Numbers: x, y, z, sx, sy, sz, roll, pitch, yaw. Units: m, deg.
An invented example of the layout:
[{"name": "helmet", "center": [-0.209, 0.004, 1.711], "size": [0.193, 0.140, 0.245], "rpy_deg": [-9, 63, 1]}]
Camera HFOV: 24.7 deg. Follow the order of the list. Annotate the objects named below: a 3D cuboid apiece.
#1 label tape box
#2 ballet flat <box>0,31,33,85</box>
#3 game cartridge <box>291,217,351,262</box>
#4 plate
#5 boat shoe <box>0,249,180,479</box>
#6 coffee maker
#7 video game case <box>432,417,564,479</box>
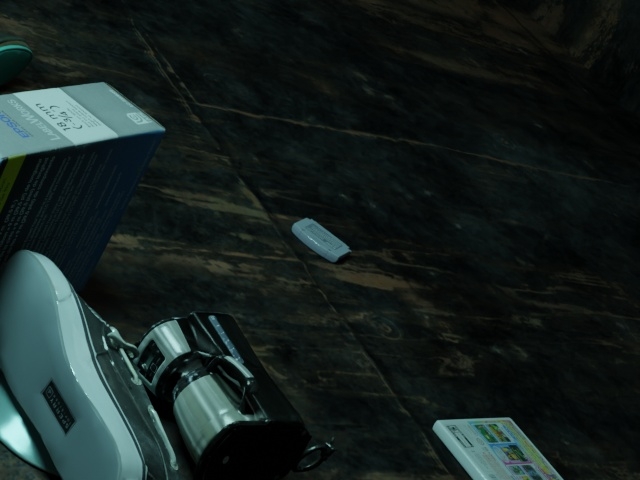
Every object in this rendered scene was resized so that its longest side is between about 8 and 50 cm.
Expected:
[{"name": "label tape box", "center": [-0.339, -0.030, 1.520], "size": [0.106, 0.240, 0.334], "rpy_deg": [39, 27, 18]}, {"name": "ballet flat", "center": [-0.474, -0.235, 1.912], "size": [0.096, 0.095, 0.280], "rpy_deg": [42, 25, -1]}, {"name": "game cartridge", "center": [0.000, 0.000, 2.093], "size": [0.083, 0.017, 0.056], "rpy_deg": [37, 23, 15]}, {"name": "plate", "center": [-0.257, 0.173, 1.492], "size": [0.188, 0.024, 0.188], "rpy_deg": [24, 27, -13]}, {"name": "boat shoe", "center": [-0.225, 0.136, 1.438], "size": [0.105, 0.113, 0.306], "rpy_deg": [10, 34, -48]}, {"name": "coffee maker", "center": [-0.101, 0.175, 1.577], "size": [0.171, 0.120, 0.178], "rpy_deg": [37, 13, -51]}, {"name": "video game case", "center": [0.233, 0.281, 1.824], "size": [0.143, 0.019, 0.157], "rpy_deg": [5, 34, -43]}]
